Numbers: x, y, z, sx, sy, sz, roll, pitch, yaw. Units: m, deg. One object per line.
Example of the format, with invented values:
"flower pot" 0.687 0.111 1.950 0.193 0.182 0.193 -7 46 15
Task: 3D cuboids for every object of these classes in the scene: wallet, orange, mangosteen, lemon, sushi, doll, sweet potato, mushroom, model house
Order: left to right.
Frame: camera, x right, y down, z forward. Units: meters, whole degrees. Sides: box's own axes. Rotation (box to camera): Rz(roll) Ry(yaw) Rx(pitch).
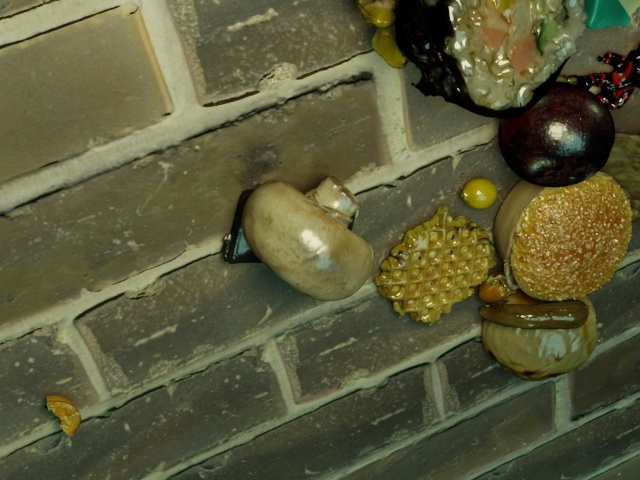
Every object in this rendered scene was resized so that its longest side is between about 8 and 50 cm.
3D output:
"wallet" -0.055 -0.019 1.671 0.250 0.044 0.149 5 116 -29
"mushroom" 0.000 0.000 1.571 0.195 0.189 0.253 -49 126 5
"sushi" 0.224 -0.377 1.410 0.328 0.285 0.329 -47 131 -15
"lemon" 0.311 -0.092 1.789 0.083 0.062 0.062 -6 124 -23
"orange" 0.372 0.100 1.946 0.086 0.086 0.062 -26 87 -8
"sweet potato" 0.451 0.156 1.911 0.233 0.081 0.062 -1 89 0
"mangosteen" 0.433 -0.210 1.692 0.216 0.216 0.216 -13 127 -18
"model house" 0.504 -0.447 1.617 0.149 0.100 0.127 -48 129 7
"doll" 0.618 -0.335 1.768 0.248 0.088 0.127 -28 151 5

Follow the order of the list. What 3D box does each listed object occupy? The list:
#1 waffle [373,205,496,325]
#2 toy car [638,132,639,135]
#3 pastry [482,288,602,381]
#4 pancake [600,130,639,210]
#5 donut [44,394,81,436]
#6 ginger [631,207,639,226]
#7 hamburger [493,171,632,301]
"waffle" 0.239 0.057 1.866 0.254 0.052 0.245 -43 129 7
"toy car" 0.738 -0.223 1.888 0.209 0.089 0.108 -45 154 0
"pastry" 0.501 0.226 2.034 0.256 0.170 0.237 -10 123 -14
"pancake" 0.647 -0.136 1.848 0.236 0.222 0.042 38 72 -9
"donut" -0.484 0.320 1.694 0.083 0.038 0.067 28 109 -32
"ginger" 0.697 -0.063 2.016 0.137 0.044 0.057 -30 101 -12
"hamburger" 0.500 -0.015 1.864 0.302 0.170 0.302 -13 127 -18
